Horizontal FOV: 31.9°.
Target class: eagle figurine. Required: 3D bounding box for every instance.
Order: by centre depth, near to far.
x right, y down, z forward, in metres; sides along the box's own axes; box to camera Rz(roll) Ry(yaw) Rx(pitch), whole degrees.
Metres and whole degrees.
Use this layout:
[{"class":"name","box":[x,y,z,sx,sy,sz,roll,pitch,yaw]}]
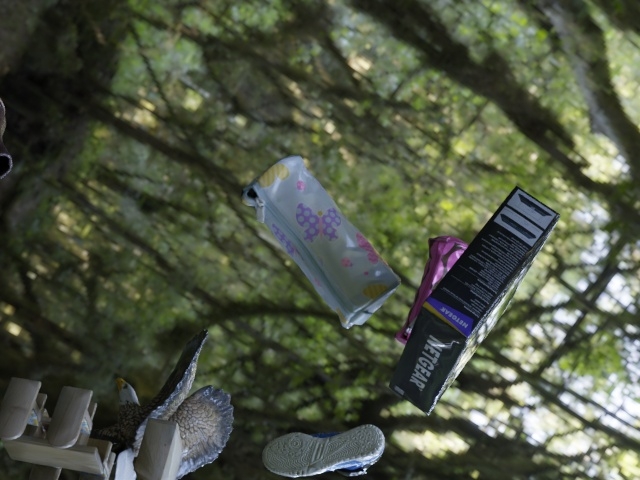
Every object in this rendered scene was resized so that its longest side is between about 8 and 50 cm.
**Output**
[{"class":"eagle figurine","box":[-0.287,0.312,1.949,0.298,0.225,0.226,-22,177,-14]}]

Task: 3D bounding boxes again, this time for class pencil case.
[{"class":"pencil case","box":[0.000,0.000,1.680,0.113,0.273,0.124,-41,175,18]},{"class":"pencil case","box":[0.199,0.091,1.968,0.095,0.098,0.209,15,-94,44]}]

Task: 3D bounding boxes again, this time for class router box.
[{"class":"router box","box":[0.218,0.095,1.637,0.243,0.081,0.309,-49,166,-26]}]

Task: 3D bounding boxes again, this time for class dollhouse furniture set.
[{"class":"dollhouse furniture set","box":[-0.335,0.330,1.585,0.212,0.242,0.161,91,9,-55]}]

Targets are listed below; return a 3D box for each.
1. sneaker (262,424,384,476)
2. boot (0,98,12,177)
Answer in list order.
[{"class":"sneaker","box":[0.006,0.269,1.403,0.084,0.152,0.058,79,-2,-66]},{"class":"boot","box":[-0.501,-0.130,1.336,0.207,0.248,0.090,-120,-154,-50]}]
